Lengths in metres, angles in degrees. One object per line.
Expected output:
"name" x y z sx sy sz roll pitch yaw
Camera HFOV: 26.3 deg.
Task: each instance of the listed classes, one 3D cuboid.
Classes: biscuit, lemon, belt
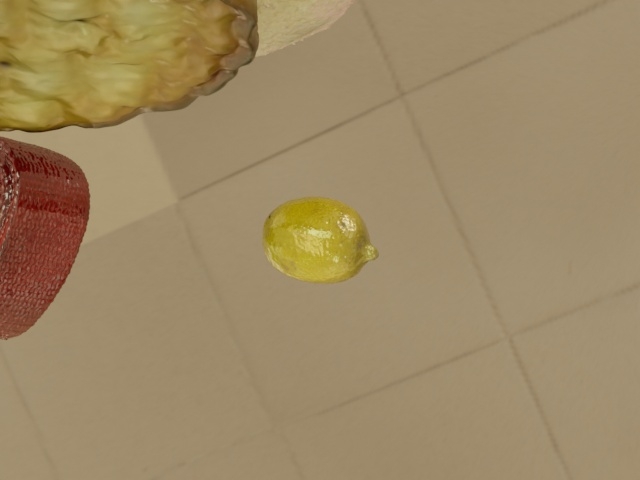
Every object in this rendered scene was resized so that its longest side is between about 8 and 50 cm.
"biscuit" -0.225 -0.170 1.072 0.335 0.329 0.078 -16 64 20
"lemon" 0.000 0.000 1.246 0.111 0.082 0.082 6 98 18
"belt" -0.302 0.001 1.292 0.128 0.124 0.201 38 104 32

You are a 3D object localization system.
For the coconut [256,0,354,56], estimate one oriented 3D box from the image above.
"coconut" -0.071 -0.319 1.275 0.297 0.254 0.297 1 92 23
